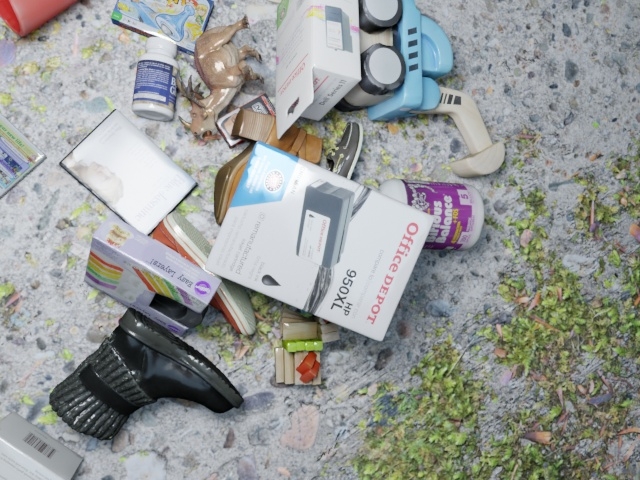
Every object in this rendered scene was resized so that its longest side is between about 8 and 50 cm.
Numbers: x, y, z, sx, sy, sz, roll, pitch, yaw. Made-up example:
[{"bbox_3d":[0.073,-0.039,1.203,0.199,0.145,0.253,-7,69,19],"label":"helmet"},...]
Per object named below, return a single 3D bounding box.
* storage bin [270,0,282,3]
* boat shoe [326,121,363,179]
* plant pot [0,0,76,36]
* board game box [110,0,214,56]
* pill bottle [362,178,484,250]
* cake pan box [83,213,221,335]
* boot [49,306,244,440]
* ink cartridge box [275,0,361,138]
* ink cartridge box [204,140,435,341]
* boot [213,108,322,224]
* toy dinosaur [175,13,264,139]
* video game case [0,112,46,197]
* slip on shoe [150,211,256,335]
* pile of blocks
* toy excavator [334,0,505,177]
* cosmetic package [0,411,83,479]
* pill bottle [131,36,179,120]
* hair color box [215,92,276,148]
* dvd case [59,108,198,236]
[{"bbox_3d":[-0.124,-0.672,1.238,0.262,0.260,0.123,8,82,-13],"label":"storage bin"},{"bbox_3d":[0.045,-0.188,1.344,0.068,0.081,0.228,16,86,-16],"label":"boat shoe"},{"bbox_3d":[-0.589,-0.604,1.134,0.243,0.275,0.275,-36,96,-22],"label":"plant pot"},{"bbox_3d":[-0.367,-0.535,1.286,0.201,0.035,0.136,19,83,-12],"label":"board game box"},{"bbox_3d":[0.228,-0.064,1.338,0.301,0.169,0.169,2,87,-13],"label":"pill bottle"},{"bbox_3d":[-0.356,0.087,1.153,0.267,0.246,0.070,33,57,-11],"label":"cake pan box"},{"bbox_3d":[-0.370,0.340,1.196,0.348,0.131,0.260,39,82,-12],"label":"boot"},{"bbox_3d":[-0.010,-0.411,1.216,0.119,0.207,0.353,7,73,-25],"label":"ink cartridge box"},{"bbox_3d":[0.000,0.000,1.163,0.395,0.166,0.285,23,94,-3],"label":"ink cartridge box"},{"bbox_3d":[-0.126,-0.153,1.304,0.220,0.109,0.283,15,93,-29],"label":"boot"},{"bbox_3d":[-0.243,-0.399,1.252,0.200,0.127,0.296,-10,69,7],"label":"toy dinosaur"},{"bbox_3d":[-0.748,-0.192,1.186,0.212,0.023,0.193,45,79,-7],"label":"video game case"},{"bbox_3d":[-0.264,0.089,1.251,0.101,0.123,0.331,-38,97,10],"label":"slip on shoe"},{"bbox_3d":[-0.008,0.180,1.299,0.149,0.112,0.362,24,82,-11],"label":"pile of blocks"},{"bbox_3d":[0.257,-0.377,1.354,0.445,0.222,0.433,-2,89,-22],"label":"toy excavator"},{"bbox_3d":[-0.688,0.563,1.099,0.197,0.155,0.365,40,80,-8],"label":"cosmetic package"},{"bbox_3d":[-0.372,-0.367,1.247,0.094,0.094,0.169,7,86,-13],"label":"pill bottle"},{"bbox_3d":[-0.175,-0.287,1.316,0.141,0.043,0.072,-34,96,-11],"label":"hair color box"},{"bbox_3d":[-0.437,-0.152,1.259,0.253,0.022,0.180,43,79,-8],"label":"dvd case"}]
